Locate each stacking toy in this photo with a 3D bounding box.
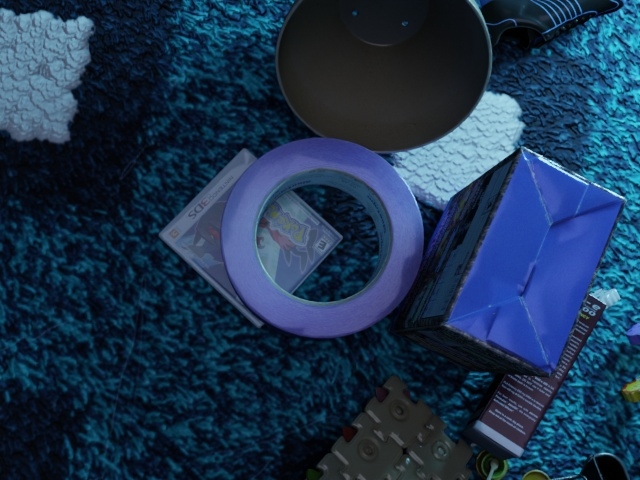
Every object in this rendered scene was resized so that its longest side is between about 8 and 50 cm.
[{"bbox_3d":[0.511,0.116,1.083,0.221,0.052,0.166,-28,94,-16],"label":"stacking toy"}]

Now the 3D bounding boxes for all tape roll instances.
[{"bbox_3d":[0.000,0.000,1.009,0.275,0.090,0.274,1,82,-5],"label":"tape roll"}]

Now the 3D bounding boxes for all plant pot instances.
[{"bbox_3d":[0.090,-0.292,1.021,0.284,0.284,0.190,11,45,-4],"label":"plant pot"}]

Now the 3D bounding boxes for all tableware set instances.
[{"bbox_3d":[0.283,0.351,1.039,0.104,0.024,0.154,-13,82,-8],"label":"tableware set"}]

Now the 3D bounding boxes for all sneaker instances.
[{"bbox_3d":[0.364,-0.348,1.132,0.233,0.081,0.090,-5,84,1],"label":"sneaker"}]

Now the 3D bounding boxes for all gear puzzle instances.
[{"bbox_3d":[0.060,0.344,0.943,0.175,0.044,0.339,44,52,6],"label":"gear puzzle"}]

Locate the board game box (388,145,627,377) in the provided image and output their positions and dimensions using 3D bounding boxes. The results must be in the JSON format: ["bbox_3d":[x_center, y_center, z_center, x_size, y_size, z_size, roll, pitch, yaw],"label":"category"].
[{"bbox_3d":[0.226,0.043,0.945,0.141,0.291,0.232,27,80,-2],"label":"board game box"}]

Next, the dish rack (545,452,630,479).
[{"bbox_3d":[0.296,0.412,0.955,0.272,0.074,0.208,-8,61,-9],"label":"dish rack"}]

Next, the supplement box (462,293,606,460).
[{"bbox_3d":[0.292,0.182,1.001,0.073,0.130,0.239,31,77,13],"label":"supplement box"}]

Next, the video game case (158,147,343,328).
[{"bbox_3d":[-0.101,-0.005,1.058,0.201,0.023,0.183,42,80,2],"label":"video game case"}]
